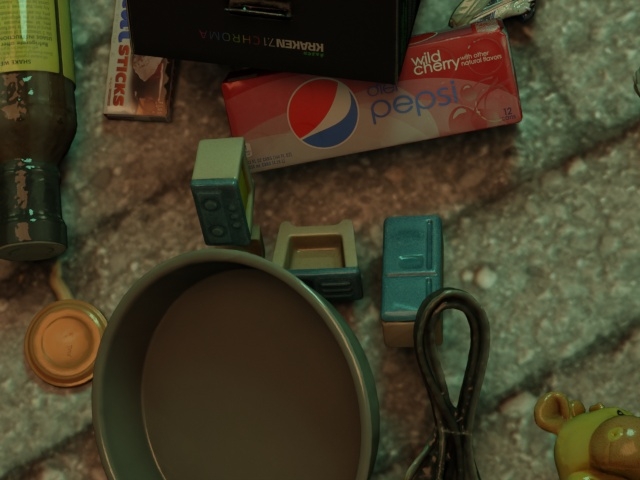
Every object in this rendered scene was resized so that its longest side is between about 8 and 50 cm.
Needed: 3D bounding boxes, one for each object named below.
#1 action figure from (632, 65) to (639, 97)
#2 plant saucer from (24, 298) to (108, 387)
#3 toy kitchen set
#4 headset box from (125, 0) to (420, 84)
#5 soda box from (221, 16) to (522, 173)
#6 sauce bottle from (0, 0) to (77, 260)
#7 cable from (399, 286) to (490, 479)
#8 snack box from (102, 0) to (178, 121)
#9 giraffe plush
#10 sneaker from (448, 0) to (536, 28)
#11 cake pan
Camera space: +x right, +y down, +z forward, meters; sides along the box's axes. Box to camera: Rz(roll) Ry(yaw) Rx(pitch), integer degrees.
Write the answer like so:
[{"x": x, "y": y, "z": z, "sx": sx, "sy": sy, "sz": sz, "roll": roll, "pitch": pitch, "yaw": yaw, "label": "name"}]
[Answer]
[{"x": 0.369, "y": -0.129, "z": 1.725, "sx": 0.141, "sy": 0.164, "sz": 0.276, "roll": 7, "pitch": 85, "yaw": -23, "label": "action figure"}, {"x": -0.235, "y": 0.095, "z": 1.824, "sx": 0.083, "sy": 0.013, "sz": 0.083, "roll": -2, "pitch": 77, "yaw": 7, "label": "plant saucer"}, {"x": 0.000, "y": 0.000, "z": 1.719, "sx": 0.207, "sy": 0.166, "sz": 0.122, "roll": -3, "pitch": 49, "yaw": 6, "label": "toy kitchen set"}, {"x": -0.028, "y": -0.274, "z": 1.758, "sx": 0.246, "sy": 0.131, "sz": 0.283, "roll": 8, "pitch": 45, "yaw": 10, "label": "headset box"}, {"x": 0.048, "y": -0.131, "z": 1.791, "sx": 0.263, "sy": 0.083, "sz": 0.092, "roll": -11, "pitch": 101, "yaw": 5, "label": "soda box"}, {"x": -0.285, "y": -0.154, "z": 1.839, "sx": 0.111, "sy": 0.111, "sz": 0.344, "roll": -7, "pitch": 75, "yaw": 6, "label": "sauce bottle"}, {"x": 0.113, "y": 0.190, "z": 1.688, "sx": 0.139, "sy": 0.072, "sz": 0.287, "roll": 16, "pitch": 100, "yaw": -4, "label": "cable"}, {"x": -0.166, "y": -0.202, "z": 1.881, "sx": 0.064, "sy": 0.022, "sz": 0.178, "roll": 3, "pitch": 78, "yaw": 9, "label": "snack box"}, {"x": 0.251, "y": 0.220, "z": 1.673, "sx": 0.210, "sy": 0.181, "sz": 0.170, "roll": -3, "pitch": 63, "yaw": 37, "label": "giraffe plush"}, {"x": 0.183, "y": -0.234, "z": 1.835, "sx": 0.058, "sy": 0.052, "sz": 0.135, "roll": 43, "pitch": 93, "yaw": 4, "label": "sneaker"}, {"x": -0.070, "y": 0.151, "z": 1.709, "sx": 0.293, "sy": 0.054, "sz": 0.293, "roll": 4, "pitch": 97, "yaw": 31, "label": "cake pan"}]
